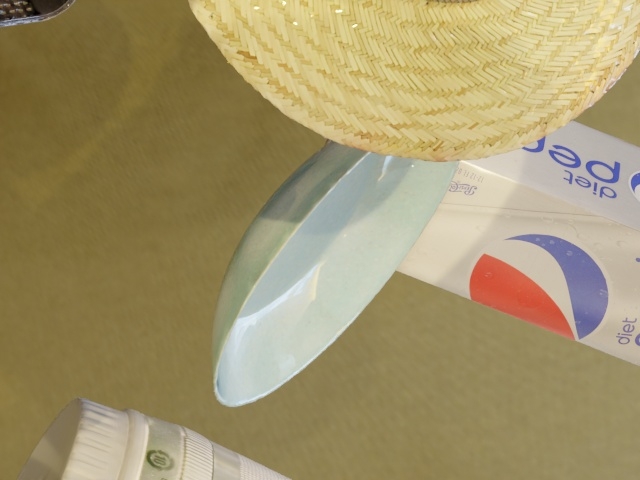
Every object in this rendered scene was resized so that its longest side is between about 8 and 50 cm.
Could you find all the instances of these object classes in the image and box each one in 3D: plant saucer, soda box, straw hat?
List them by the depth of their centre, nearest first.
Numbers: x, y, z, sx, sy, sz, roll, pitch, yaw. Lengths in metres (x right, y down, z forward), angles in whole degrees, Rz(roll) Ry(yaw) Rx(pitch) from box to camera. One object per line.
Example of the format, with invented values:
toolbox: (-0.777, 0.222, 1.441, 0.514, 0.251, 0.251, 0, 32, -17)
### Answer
straw hat: (0.035, -0.092, 0.386, 0.144, 0.061, 0.144, 1, 86, -17)
plant saucer: (0.000, 0.000, 0.878, 0.195, 0.037, 0.195, -45, 161, -19)
soda box: (0.138, -0.011, 1.010, 0.286, 0.098, 0.091, 21, 125, -2)

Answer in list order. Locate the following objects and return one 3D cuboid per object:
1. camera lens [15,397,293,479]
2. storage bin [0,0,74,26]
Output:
camera lens: (-0.076, 0.247, 1.089, 0.274, 0.219, 0.219, 28, 100, -14)
storage bin: (-0.253, -0.223, 1.258, 0.180, 0.084, 0.122, -16, 160, -45)
